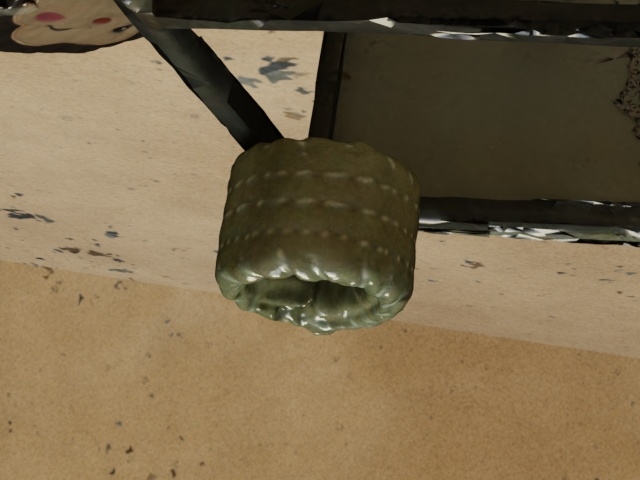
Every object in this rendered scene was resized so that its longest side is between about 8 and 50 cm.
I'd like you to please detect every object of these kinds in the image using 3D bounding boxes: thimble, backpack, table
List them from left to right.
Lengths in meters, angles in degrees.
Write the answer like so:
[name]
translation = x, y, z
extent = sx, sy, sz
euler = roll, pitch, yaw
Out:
[backpack]
translation = -0.201, -0.208, 1.290
extent = 0.229, 0.139, 0.229
euler = -8, 176, -1
[thimble]
translation = 0.000, 0.000, 0.763
extent = 0.084, 0.062, 0.110
euler = 5, 165, 8
[table]
translation = 0.083, -0.197, 0.757
extent = 0.222, 0.335, 0.272
euler = 3, 165, 17
